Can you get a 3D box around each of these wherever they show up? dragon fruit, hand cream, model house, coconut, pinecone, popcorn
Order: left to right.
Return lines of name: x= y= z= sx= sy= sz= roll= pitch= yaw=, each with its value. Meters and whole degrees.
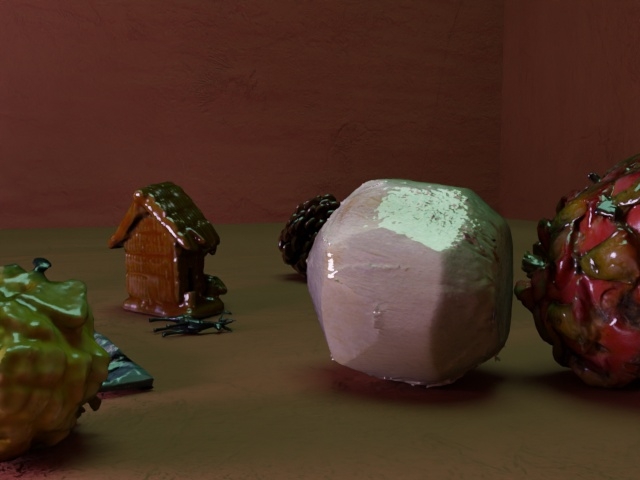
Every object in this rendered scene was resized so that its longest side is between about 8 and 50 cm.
popcorn: x=-0.291 y=0.103 z=0.803 sx=0.189 sy=0.169 sz=0.218 roll=-3 pitch=10 yaw=-36
hand cream: x=-0.288 y=0.145 z=1.085 sx=0.075 sy=0.052 sz=0.248 roll=-29 pitch=26 yaw=-29
model house: x=-0.249 y=0.011 z=1.541 sx=0.220 sy=0.229 sz=0.199 roll=5 pitch=12 yaw=29
pinecone: x=-0.002 y=0.000 z=1.953 sx=0.169 sy=0.185 sz=0.212 roll=14 pitch=20 yaw=-9
coconut: x=0.097 y=0.050 z=1.069 sx=0.247 sy=0.245 sz=0.245 roll=2 pitch=5 yaw=20
dragon fruit: x=0.377 y=0.061 z=1.063 sx=0.263 sy=0.296 sz=0.314 roll=-34 pitch=-4 yaw=20

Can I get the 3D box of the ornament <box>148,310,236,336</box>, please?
ornament: x=-0.188 y=0.125 z=1.354 sx=0.125 sy=0.028 sz=0.073 roll=-5 pitch=8 yaw=-31
